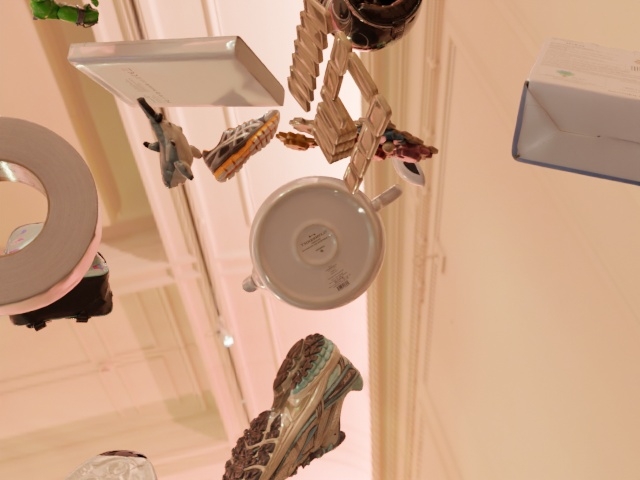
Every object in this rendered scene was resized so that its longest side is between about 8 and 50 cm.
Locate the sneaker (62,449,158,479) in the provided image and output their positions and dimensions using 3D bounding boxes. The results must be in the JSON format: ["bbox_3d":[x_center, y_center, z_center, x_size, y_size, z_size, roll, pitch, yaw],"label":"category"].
[{"bbox_3d":[-0.246,0.419,0.822,0.130,0.322,0.236,4,-55,0],"label":"sneaker"}]

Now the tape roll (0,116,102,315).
[{"bbox_3d":[-0.362,-0.027,0.871,0.219,0.219,0.072,-6,-15,-13],"label":"tape roll"}]

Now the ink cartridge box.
[{"bbox_3d":[0.513,-0.250,1.383,0.270,0.395,0.151,15,-58,15],"label":"ink cartridge box"}]

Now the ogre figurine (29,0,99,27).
[{"bbox_3d":[-0.452,-0.449,1.317,0.118,0.096,0.197,-22,-20,-19],"label":"ogre figurine"}]

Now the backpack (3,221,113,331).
[{"bbox_3d":[-0.430,0.045,1.237,0.166,0.188,0.144,-10,-71,-22],"label":"backpack"}]

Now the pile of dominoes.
[{"bbox_3d":[0.027,-0.184,0.964,0.040,0.196,0.251,-25,-14,-15],"label":"pile of dominoes"}]

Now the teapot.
[{"bbox_3d":[0.000,0.000,1.366,0.256,0.187,0.252,12,-87,2],"label":"teapot"}]

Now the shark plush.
[{"bbox_3d":[-0.249,-0.148,1.209,0.067,0.073,0.161,-11,-40,16],"label":"shark plush"}]

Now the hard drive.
[{"bbox_3d":[-0.274,-0.323,1.501,0.353,0.047,0.233,4,-13,20],"label":"hard drive"}]

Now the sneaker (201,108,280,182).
[{"bbox_3d":[-0.177,-0.229,1.732,0.215,0.083,0.084,-44,-14,-13],"label":"sneaker"}]

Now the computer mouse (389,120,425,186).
[{"bbox_3d":[0.155,-0.188,1.568,0.042,0.193,0.106,-26,-18,-2],"label":"computer mouse"}]

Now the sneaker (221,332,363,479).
[{"bbox_3d":[-0.029,0.277,1.067,0.122,0.283,0.110,38,-18,-20],"label":"sneaker"}]

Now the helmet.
[{"bbox_3d":[0.067,-0.360,1.114,0.170,0.161,0.169,-1,-85,-13],"label":"helmet"}]

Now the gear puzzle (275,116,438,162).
[{"bbox_3d":[0.034,-0.178,1.410,0.339,0.044,0.176,9,-7,44],"label":"gear puzzle"}]
